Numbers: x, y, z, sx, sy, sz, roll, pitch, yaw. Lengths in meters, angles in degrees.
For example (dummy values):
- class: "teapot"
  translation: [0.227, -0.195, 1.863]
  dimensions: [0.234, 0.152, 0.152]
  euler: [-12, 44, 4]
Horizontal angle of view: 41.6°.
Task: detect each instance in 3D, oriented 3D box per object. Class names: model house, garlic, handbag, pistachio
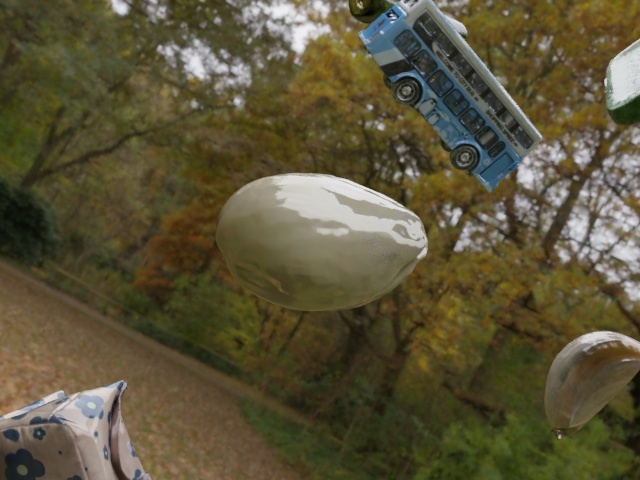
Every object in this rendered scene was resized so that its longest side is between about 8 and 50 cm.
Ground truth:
- class: "model house"
  translation: [0.716, -0.251, 1.583]
  dimensions: [0.245, 0.312, 0.280]
  euler: [-36, -75, 31]
- class: "garlic"
  translation: [0.400, 0.202, 1.268]
  dimensions: [0.101, 0.195, 0.087]
  euler: [47, 0, 17]
- class: "handbag"
  translation: [-0.363, 0.344, 1.261]
  dimensions: [0.190, 0.252, 0.193]
  euler: [-9, 12, 21]
- class: "pistachio"
  translation: [0.000, 0.000, 1.245]
  dimensions: [0.331, 0.226, 0.208]
  euler: [9, -34, 28]

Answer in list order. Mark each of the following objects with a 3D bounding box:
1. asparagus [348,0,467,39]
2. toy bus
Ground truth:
- class: "asparagus"
  translation: [0.143, -0.352, 1.338]
  dimensions: [0.060, 0.067, 0.277]
  euler: [8, 1, 38]
- class: "toy bus"
  translation: [0.189, -0.217, 1.238]
  dimensions: [0.297, 0.131, 0.106]
  euler: [44, 14, -21]
